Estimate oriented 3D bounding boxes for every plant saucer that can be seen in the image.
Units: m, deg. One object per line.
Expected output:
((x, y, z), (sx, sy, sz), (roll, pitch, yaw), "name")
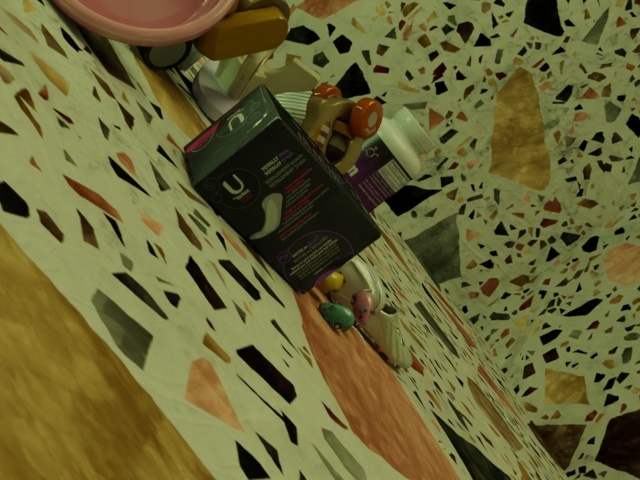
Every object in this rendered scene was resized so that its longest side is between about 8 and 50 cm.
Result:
((-0.286, -0.436, 1.469), (0.332, 0.332, 0.084), (53, -29, 4), "plant saucer")

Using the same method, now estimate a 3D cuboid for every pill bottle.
((0.111, -0.175, 2.295), (0.181, 0.323, 0.181), (51, 8, -9), "pill bottle")

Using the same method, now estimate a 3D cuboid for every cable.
((-0.057, -0.308, 2.311), (0.257, 0.089, 0.257), (13, -1, -6), "cable")

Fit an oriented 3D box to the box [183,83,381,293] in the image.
((-0.058, -0.077, 1.468), (0.270, 0.165, 0.143), (47, 9, -32), "box")

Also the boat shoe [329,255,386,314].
((0.009, 0.035, 1.684), (0.258, 0.095, 0.084), (44, 9, 19), "boat shoe")

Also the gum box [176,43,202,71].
((-0.309, -0.414, 1.913), (0.107, 0.062, 0.188), (53, 8, 9), "gum box")

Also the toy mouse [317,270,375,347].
((0.050, 0.108, 1.572), (0.161, 0.031, 0.143), (1, 54, -44), "toy mouse")

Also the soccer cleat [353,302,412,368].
((0.123, 0.164, 1.749), (0.196, 0.076, 0.068), (48, 9, -29), "soccer cleat")

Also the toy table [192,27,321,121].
((-0.144, -0.349, 1.949), (0.252, 0.161, 0.274), (30, 30, -17), "toy table")

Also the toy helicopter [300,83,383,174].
((-0.032, -0.169, 1.902), (0.140, 0.234, 0.355), (24, 28, 32), "toy helicopter")

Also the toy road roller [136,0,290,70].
((-0.212, -0.467, 1.708), (0.202, 0.330, 0.240), (61, -30, 27), "toy road roller")
